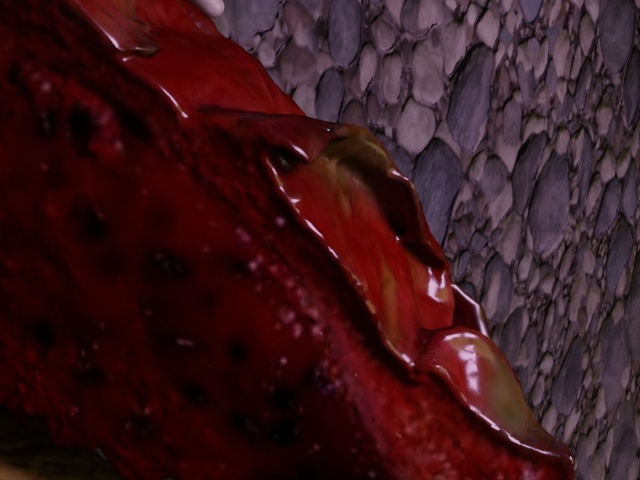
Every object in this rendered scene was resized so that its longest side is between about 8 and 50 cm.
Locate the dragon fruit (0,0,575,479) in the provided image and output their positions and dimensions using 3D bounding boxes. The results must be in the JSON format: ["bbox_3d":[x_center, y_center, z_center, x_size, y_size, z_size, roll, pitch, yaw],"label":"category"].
[{"bbox_3d":[0.003,-0.009,0.611,0.286,0.329,0.227,-32,142,-59],"label":"dragon fruit"}]

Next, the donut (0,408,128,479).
[{"bbox_3d":[-0.167,0.236,0.635,0.303,0.110,0.302,-13,106,-55],"label":"donut"}]

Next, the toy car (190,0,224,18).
[{"bbox_3d":[-0.064,-0.262,0.639,0.212,0.181,0.270,-48,116,-28],"label":"toy car"}]
